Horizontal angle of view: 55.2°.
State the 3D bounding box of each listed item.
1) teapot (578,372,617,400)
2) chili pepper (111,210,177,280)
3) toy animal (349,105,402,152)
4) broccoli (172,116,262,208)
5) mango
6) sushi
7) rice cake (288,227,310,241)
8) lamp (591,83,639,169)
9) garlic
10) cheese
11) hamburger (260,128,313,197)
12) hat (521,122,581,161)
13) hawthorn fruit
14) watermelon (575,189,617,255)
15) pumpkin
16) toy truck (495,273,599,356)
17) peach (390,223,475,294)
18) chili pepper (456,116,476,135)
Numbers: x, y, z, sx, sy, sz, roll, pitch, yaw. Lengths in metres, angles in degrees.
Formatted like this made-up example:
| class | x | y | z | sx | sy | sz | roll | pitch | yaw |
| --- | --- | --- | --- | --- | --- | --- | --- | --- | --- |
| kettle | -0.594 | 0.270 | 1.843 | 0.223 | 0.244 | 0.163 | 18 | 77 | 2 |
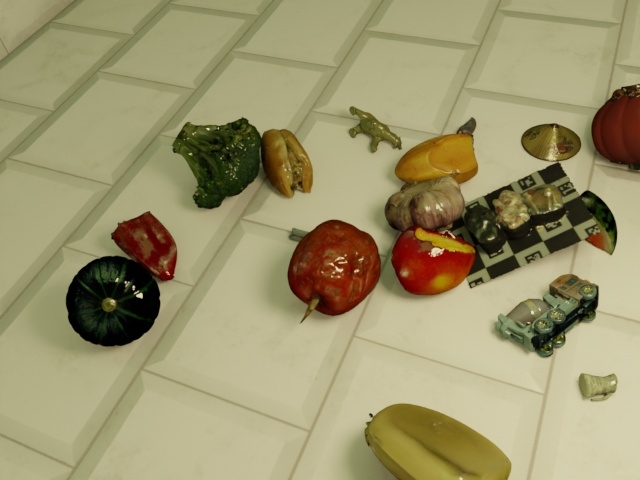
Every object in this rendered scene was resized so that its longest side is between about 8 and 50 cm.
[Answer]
| class | x | y | z | sx | sy | sz | roll | pitch | yaw |
| --- | --- | --- | --- | --- | --- | --- | --- | --- | --- |
| teapot | 0.664 | 0.347 | 1.458 | 0.083 | 0.057 | 0.067 | -4 | 87 | -1 |
| chili pepper | -0.505 | 0.025 | 1.860 | 0.252 | 0.136 | 0.144 | 42 | 21 | 23 |
| toy animal | 0.189 | -0.384 | 2.128 | 0.101 | 0.103 | 0.218 | -12 | 40 | -35 |
| broccoli | -0.332 | -0.266 | 1.966 | 0.283 | 0.304 | 0.321 | 29 | 25 | -17 |
| mango | 0.361 | -0.245 | 1.945 | 0.257 | 0.138 | 0.187 | -6 | 54 | 4 |
| sushi | 0.534 | -0.076 | 1.711 | 0.373 | 0.100 | 0.296 | -25 | 46 | 17 |
| rice cake | 0.000 | 0.001 | 1.849 | 0.207 | 0.033 | 0.033 | 14 | 51 | 19 |
| lamp | 0.989 | -0.351 | 1.869 | 0.303 | 0.257 | 0.303 | -11 | 10 | 2 |
| garlic | 0.311 | -0.091 | 1.810 | 0.244 | 0.161 | 0.245 | -18 | 25 | 9 |
| cheese | 0.239 | 0.453 | 1.317 | 0.315 | 0.259 | 0.128 | 20 | 96 | 35 |
| hamburger | -0.126 | -0.281 | 2.026 | 0.144 | 0.157 | 0.283 | -21 | 52 | -10 |
| hat | 0.766 | -0.352 | 2.020 | 0.193 | 0.082 | 0.193 | -4 | 50 | 5 |
| hawthorn fruit | 0.038 | 0.073 | 1.651 | 0.258 | 0.258 | 0.262 | 8 | 23 | 14 |
| watermelon | 0.794 | -0.052 | 1.745 | 0.145 | 0.137 | 0.193 | 34 | 19 | 32 |
| pumpkin | -0.564 | 0.164 | 1.685 | 0.248 | 0.248 | 0.248 | -4 | 49 | 4 |
| toy truck | 0.583 | 0.185 | 1.572 | 0.256 | 0.108 | 0.140 | -33 | 40 | -16 |
| peach | 0.306 | 0.043 | 1.660 | 0.226 | 0.190 | 0.196 | -25 | 73 | 5 |
| chili pepper | 0.502 | -0.381 | 2.106 | 0.050 | 0.041 | 0.153 | 34 | 42 | 8 |
